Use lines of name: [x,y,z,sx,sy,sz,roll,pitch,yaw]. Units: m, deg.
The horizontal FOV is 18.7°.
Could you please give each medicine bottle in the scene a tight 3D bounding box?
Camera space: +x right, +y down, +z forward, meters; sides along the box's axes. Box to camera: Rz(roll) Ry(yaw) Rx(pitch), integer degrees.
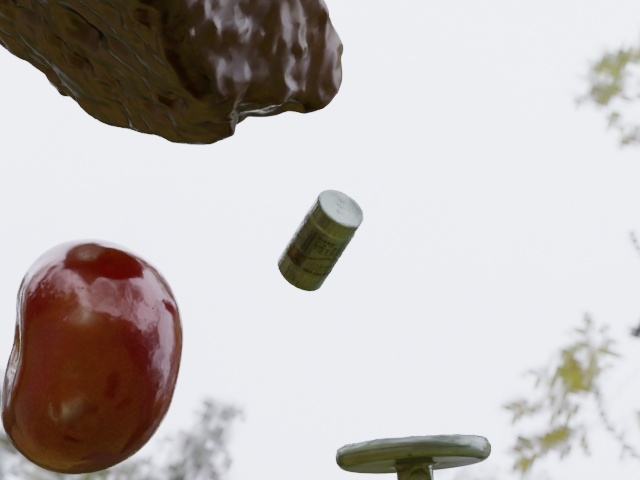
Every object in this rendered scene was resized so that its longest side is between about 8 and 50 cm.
medicine bottle: [0.000,0.000,1.679,0.047,0.047,0.083,28,-54,-7]

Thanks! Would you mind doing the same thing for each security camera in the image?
security camera: [0.036,0.114,0.662,0.058,0.092,0.058,-4,-10,-1]

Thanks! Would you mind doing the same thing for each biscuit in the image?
biscuit: [-0.186,-0.260,1.617,0.343,0.166,0.395,19,-30,40]

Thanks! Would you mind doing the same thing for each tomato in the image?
tomato: [-0.187,0.096,1.597,0.136,0.195,0.195,9,-33,-14]
